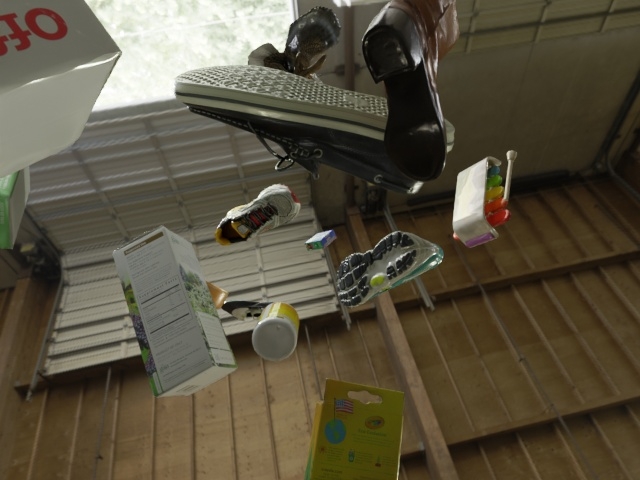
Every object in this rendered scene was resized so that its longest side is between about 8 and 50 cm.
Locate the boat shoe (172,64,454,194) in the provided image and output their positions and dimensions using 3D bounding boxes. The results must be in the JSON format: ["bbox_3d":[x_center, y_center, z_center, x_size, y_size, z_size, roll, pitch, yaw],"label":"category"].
[{"bbox_3d":[-0.019,-0.195,0.757,0.499,0.156,0.187,13,-145,-3],"label":"boat shoe"}]

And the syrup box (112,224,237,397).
[{"bbox_3d":[-0.223,0.106,0.648,0.096,0.093,0.237,-28,-111,1],"label":"syrup box"}]

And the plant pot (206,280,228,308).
[{"bbox_3d":[-0.420,0.202,1.308,0.205,0.205,0.188,22,-101,23],"label":"plant pot"}]

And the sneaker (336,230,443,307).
[{"bbox_3d":[0.129,0.070,0.857,0.109,0.275,0.107,7,-114,-35],"label":"sneaker"}]

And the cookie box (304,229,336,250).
[{"bbox_3d":[0.000,0.000,1.775,0.107,0.040,0.091,-11,-158,49],"label":"cookie box"}]

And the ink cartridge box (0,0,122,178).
[{"bbox_3d":[-0.368,-0.200,0.248,0.160,0.385,0.279,-18,-158,47],"label":"ink cartridge box"}]

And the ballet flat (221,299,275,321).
[{"bbox_3d":[-0.247,0.249,1.485,0.203,0.074,0.074,3,-134,-10],"label":"ballet flat"}]

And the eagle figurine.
[{"bbox_3d":[-0.058,-0.506,1.203,0.226,0.225,0.299,-4,-131,14],"label":"eagle figurine"}]

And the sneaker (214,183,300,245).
[{"bbox_3d":[-0.136,-0.043,0.907,0.225,0.088,0.093,-26,-161,31],"label":"sneaker"}]

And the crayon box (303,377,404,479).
[{"bbox_3d":[0.076,0.495,0.964,0.202,0.081,0.319,14,-110,-7],"label":"crayon box"}]

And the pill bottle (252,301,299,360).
[{"bbox_3d":[-0.118,0.242,1.174,0.117,0.118,0.215,-5,-173,0],"label":"pill bottle"}]

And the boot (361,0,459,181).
[{"bbox_3d":[0.166,-0.269,0.673,0.096,0.264,0.281,-7,-141,38],"label":"boot"}]

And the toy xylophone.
[{"bbox_3d":[0.515,-0.141,1.319,0.081,0.236,0.323,30,-115,-21],"label":"toy xylophone"}]

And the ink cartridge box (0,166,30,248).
[{"bbox_3d":[-0.509,-0.075,0.538,0.212,0.093,0.154,4,-142,-27],"label":"ink cartridge box"}]
